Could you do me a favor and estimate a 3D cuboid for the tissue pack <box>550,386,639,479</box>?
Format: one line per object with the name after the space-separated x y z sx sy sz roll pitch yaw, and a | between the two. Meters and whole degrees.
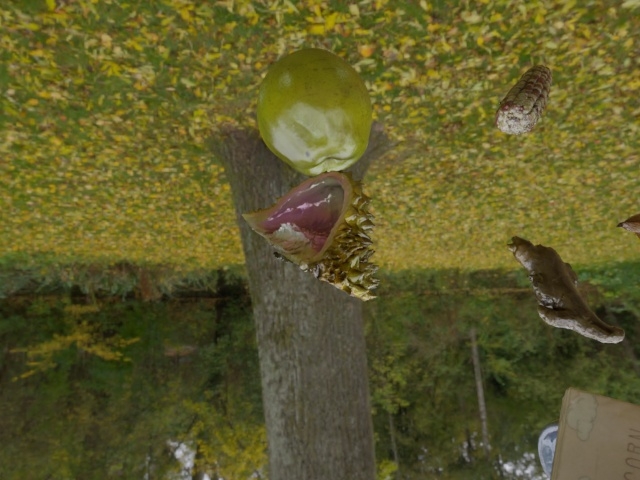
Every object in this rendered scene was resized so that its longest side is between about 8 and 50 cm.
0.424 0.284 0.572 0.325 0.170 0.071 11 153 25 | tissue pack

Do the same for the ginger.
0.578 0.121 1.314 0.166 0.333 0.080 -12 147 -13 | ginger

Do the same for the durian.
-0.001 0.001 0.631 0.132 0.165 0.182 -16 175 -29 | durian

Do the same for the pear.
-0.011 -0.199 0.847 0.198 0.198 0.198 -4 167 -1 | pear

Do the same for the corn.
0.394 -0.275 1.021 0.079 0.080 0.237 -16 -154 41 | corn

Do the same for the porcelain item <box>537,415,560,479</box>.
0.423 0.326 0.809 0.114 0.147 0.147 -14 173 -27 | porcelain item

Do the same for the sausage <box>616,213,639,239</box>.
0.695 0.005 1.014 0.328 0.112 0.112 20 161 -15 | sausage
